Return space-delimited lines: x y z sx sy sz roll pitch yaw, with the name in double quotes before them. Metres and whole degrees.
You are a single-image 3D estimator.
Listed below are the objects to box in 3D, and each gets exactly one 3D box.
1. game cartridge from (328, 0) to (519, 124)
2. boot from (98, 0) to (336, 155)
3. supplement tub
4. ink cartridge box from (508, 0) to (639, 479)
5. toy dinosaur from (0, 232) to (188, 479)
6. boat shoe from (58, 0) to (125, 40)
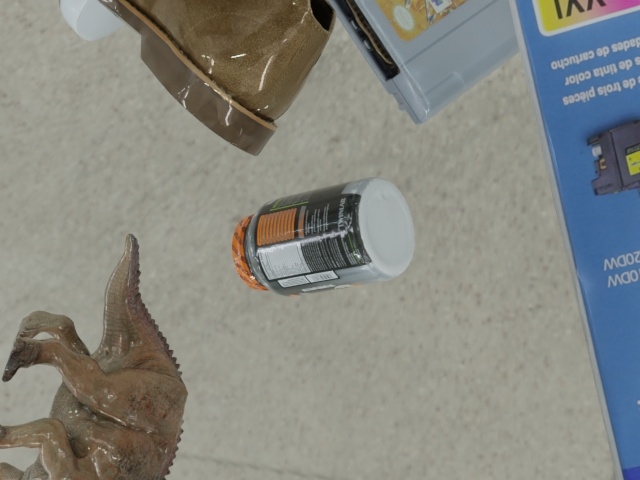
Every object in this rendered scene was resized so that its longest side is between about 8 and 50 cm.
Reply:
"game cartridge" 0.088 -0.293 1.309 0.297 0.198 0.062 56 154 -6
"boot" -0.096 -0.186 0.864 0.115 0.305 0.112 -51 144 10
"supplement tub" 0.000 0.000 1.397 0.190 0.117 0.117 -11 118 37
"ink cartridge box" 0.227 0.037 0.685 0.151 0.270 0.396 -12 75 17
"toy dinosaur" -0.149 0.156 0.914 0.200 0.296 0.127 21 163 -12
"boat shoe" -0.212 -0.287 1.262 0.102 0.301 0.108 40 114 -4
